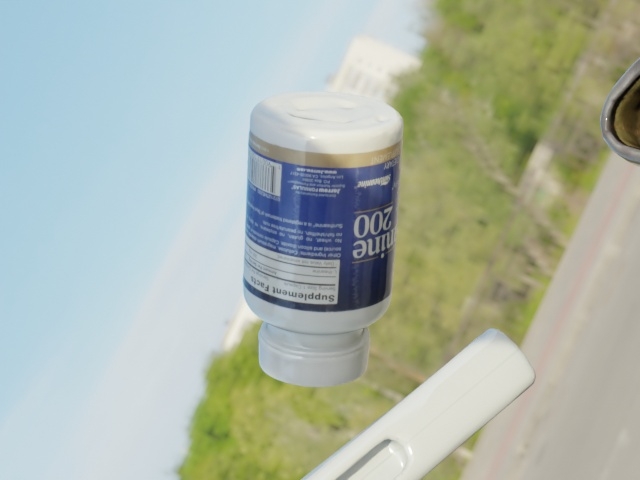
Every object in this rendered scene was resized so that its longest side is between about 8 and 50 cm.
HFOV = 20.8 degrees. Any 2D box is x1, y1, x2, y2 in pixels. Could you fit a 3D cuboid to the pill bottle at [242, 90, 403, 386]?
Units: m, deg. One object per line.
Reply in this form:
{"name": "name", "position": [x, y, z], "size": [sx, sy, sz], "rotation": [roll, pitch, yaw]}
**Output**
{"name": "pill bottle", "position": [0.000, 0.000, 0.763], "size": [0.067, 0.067, 0.120], "rotation": [-55, -29, -65]}

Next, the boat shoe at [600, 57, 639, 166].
{"name": "boat shoe", "position": [0.212, -0.072, 0.626], "size": [0.285, 0.092, 0.103], "rotation": [-22, 77, 58]}

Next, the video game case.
{"name": "video game case", "position": [-0.042, 0.113, 0.518], "size": [0.183, 0.023, 0.201], "rotation": [-36, -7, -30]}
